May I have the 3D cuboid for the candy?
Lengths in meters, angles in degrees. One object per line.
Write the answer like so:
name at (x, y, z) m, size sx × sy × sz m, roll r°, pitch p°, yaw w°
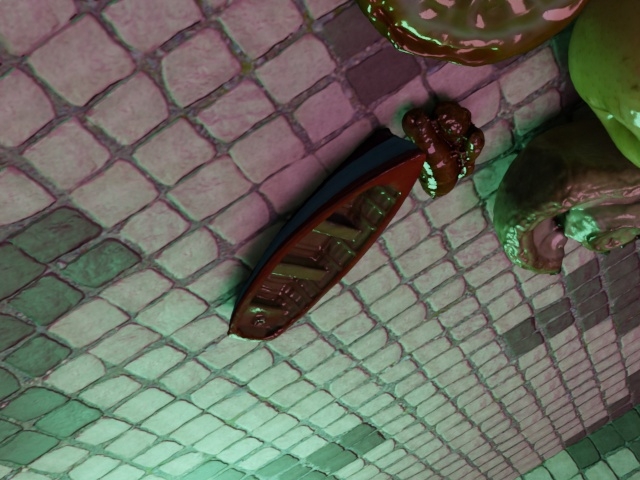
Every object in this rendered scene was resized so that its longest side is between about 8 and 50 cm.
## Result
candy at (0.144, -0.281, 0.725) m, size 0.259 × 0.118 × 0.260 m, roll 1°, pitch 140°, yaw 1°

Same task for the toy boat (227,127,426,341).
toy boat at (0.000, 0.000, 1.067) m, size 0.136 × 0.079 × 0.392 m, roll 12°, pitch 130°, yaw -41°

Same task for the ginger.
ginger at (0.168, -0.123, 1.034) m, size 0.103 × 0.073 × 0.162 m, roll -30°, pitch 144°, yaw 0°

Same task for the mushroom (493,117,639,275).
mushroom at (0.356, -0.082, 1.135) m, size 0.164 × 0.190 × 0.267 m, roll 20°, pitch 147°, yaw -30°

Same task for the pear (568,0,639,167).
pear at (0.458, -0.216, 0.926) m, size 0.309 × 0.309 × 0.309 m, roll -19°, pitch 144°, yaw -14°
